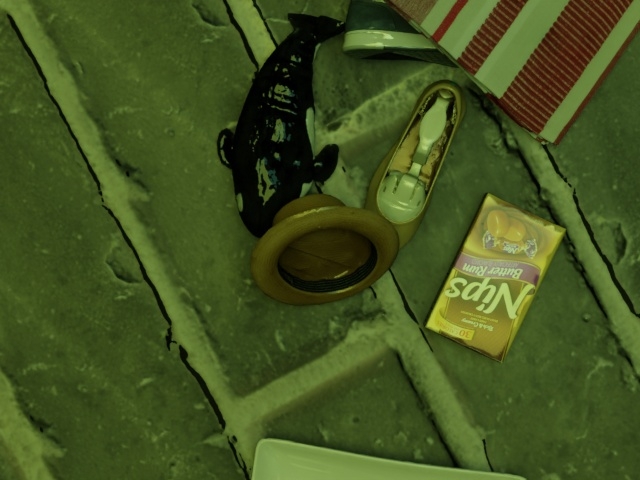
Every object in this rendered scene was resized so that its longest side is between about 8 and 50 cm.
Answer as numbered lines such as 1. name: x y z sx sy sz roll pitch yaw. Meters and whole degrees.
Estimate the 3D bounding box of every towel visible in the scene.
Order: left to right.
1. towel: 0.242 -0.291 1.734 0.329 0.037 0.237 37 87 -33

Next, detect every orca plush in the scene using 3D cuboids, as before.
1. orca plush: -0.039 -0.144 1.792 0.151 0.102 0.287 28 91 1

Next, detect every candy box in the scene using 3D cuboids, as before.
1. candy box: 0.216 0.046 1.812 0.109 0.053 0.186 25 92 1

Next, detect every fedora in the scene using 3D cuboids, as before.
1. fedora: 0.000 0.000 1.782 0.194 0.194 0.079 -19 52 2

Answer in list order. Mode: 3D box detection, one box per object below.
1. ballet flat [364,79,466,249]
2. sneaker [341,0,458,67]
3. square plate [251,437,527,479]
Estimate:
1. ballet flat: 0.113 -0.094 1.803 0.080 0.073 0.232 21 91 2
2. sneaker: 0.144 -0.302 1.797 0.226 0.086 0.163 5 81 -10
3. square plate: 0.067 0.439 1.819 0.344 0.049 0.347 9 90 2
